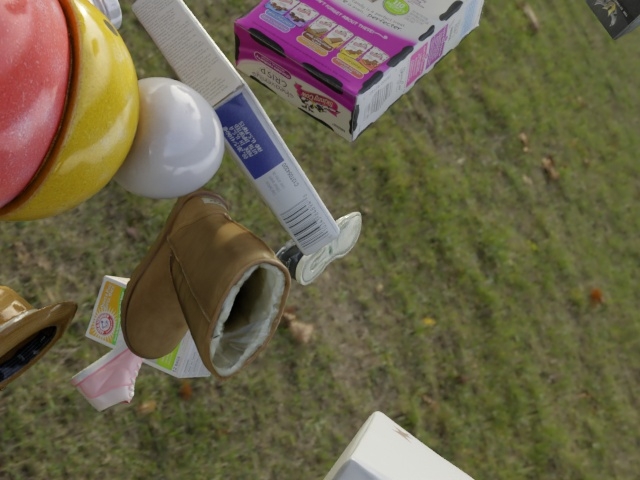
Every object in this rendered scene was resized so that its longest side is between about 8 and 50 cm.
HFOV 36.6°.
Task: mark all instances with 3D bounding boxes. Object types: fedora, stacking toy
[{"bbox_3d":[-0.360,0.107,1.069,0.079,0.194,0.194,47,31,5],"label":"fedora"},{"bbox_3d":[-0.279,-0.128,0.816,0.480,0.351,0.350,11,60,-47],"label":"stacking toy"}]

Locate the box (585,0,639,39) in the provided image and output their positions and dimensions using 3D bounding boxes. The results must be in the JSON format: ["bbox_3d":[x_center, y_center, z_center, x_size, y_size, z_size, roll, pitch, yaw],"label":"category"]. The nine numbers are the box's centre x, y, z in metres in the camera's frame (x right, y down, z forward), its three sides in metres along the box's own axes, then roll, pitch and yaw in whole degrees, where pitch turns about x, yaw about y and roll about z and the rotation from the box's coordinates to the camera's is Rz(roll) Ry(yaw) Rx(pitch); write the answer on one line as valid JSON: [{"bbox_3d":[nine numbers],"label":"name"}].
[{"bbox_3d":[0.433,-0.441,1.415,0.056,0.183,0.231,-27,80,-30],"label":"box"}]

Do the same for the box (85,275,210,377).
[{"bbox_3d":[-0.276,0.144,1.628,0.103,0.203,0.114,15,95,-66],"label":"box"}]

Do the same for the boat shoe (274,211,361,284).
[{"bbox_3d":[0.000,0.000,1.774,0.233,0.079,0.084,-36,135,-47],"label":"boat shoe"}]

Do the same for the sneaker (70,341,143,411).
[{"bbox_3d":[-0.253,0.171,1.260,0.134,0.051,0.070,-36,90,-32],"label":"sneaker"}]

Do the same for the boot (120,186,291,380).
[{"bbox_3d":[-0.137,0.076,1.048,0.089,0.236,0.269,14,15,-25],"label":"boot"}]

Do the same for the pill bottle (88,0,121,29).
[{"bbox_3d":[-0.461,-0.378,1.690,0.208,0.119,0.119,-34,99,-33],"label":"pill bottle"}]

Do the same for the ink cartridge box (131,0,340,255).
[{"bbox_3d":[-0.123,-0.177,1.274,0.330,0.071,0.324,54,-1,38],"label":"ink cartridge box"}]

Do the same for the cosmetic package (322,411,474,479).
[{"bbox_3d":[0.070,0.471,1.140,0.329,0.393,0.327,35,4,8],"label":"cosmetic package"}]

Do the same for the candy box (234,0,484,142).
[{"bbox_3d":[0.045,-0.226,1.008,0.159,0.071,0.233,35,61,20],"label":"candy box"}]
